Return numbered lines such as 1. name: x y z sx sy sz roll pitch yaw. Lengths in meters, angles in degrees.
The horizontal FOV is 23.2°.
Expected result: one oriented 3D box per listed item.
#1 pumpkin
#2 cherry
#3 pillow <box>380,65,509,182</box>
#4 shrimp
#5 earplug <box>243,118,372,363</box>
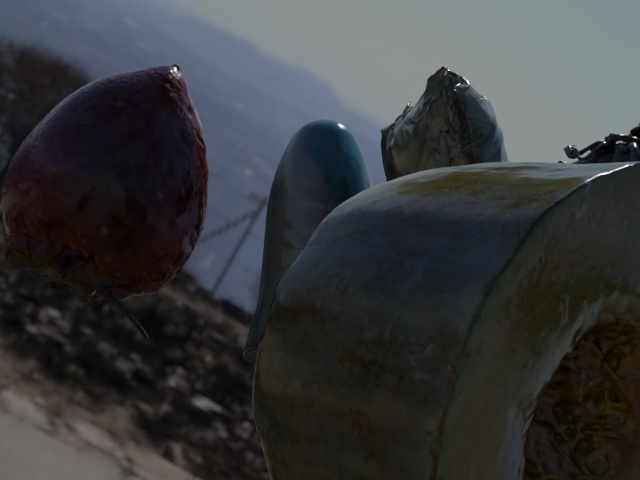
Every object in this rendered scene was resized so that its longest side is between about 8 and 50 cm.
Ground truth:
1. pumpkin: 0.114 0.095 1.022 0.199 0.332 0.332 14 -7 46
2. cherry: -0.194 -0.058 1.494 0.192 0.249 0.175 26 2 0
3. pillow: 0.162 -0.037 1.817 0.138 0.310 0.283 -14 -1 -6
4. shrimp: 0.218 -0.054 1.220 0.165 0.056 0.065 -13 62 -20
5. earplug: 0.000 0.000 2.030 0.185 0.324 0.185 2 -15 1
